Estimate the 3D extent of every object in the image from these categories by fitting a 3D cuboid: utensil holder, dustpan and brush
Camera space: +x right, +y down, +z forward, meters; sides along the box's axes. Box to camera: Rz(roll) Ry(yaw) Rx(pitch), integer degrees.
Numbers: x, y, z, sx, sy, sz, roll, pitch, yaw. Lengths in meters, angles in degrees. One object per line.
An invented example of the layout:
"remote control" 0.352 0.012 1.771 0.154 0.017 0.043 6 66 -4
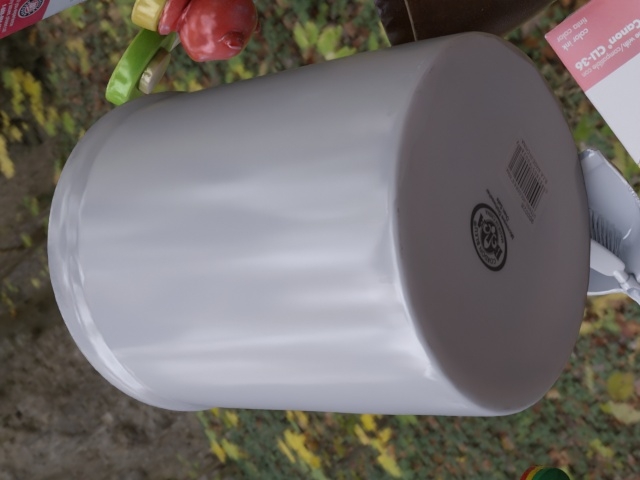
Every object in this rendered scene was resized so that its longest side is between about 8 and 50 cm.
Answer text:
"utensil holder" 0.000 0.000 0.862 0.386 0.327 0.327 -4 131 41
"dustpan and brush" 0.279 0.020 0.914 0.211 0.147 0.060 31 -138 -24

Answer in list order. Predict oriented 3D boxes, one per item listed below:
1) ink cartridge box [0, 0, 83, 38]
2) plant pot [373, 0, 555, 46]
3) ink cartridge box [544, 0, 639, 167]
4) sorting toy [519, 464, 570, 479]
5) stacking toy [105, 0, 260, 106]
"ink cartridge box" -0.144 -0.222 0.537 0.127 0.176 0.128 53 147 2
"plant pot" 0.176 -0.305 1.017 0.215 0.230 0.215 160 90 -90
"ink cartridge box" 0.221 -0.058 0.541 0.198 0.067 0.115 55 -151 4
"sorting toy" 0.118 0.307 0.817 0.046 0.275 0.132 -9 102 61
"stacking toy" -0.140 -0.285 1.241 0.130 0.279 0.309 33 -136 -4
